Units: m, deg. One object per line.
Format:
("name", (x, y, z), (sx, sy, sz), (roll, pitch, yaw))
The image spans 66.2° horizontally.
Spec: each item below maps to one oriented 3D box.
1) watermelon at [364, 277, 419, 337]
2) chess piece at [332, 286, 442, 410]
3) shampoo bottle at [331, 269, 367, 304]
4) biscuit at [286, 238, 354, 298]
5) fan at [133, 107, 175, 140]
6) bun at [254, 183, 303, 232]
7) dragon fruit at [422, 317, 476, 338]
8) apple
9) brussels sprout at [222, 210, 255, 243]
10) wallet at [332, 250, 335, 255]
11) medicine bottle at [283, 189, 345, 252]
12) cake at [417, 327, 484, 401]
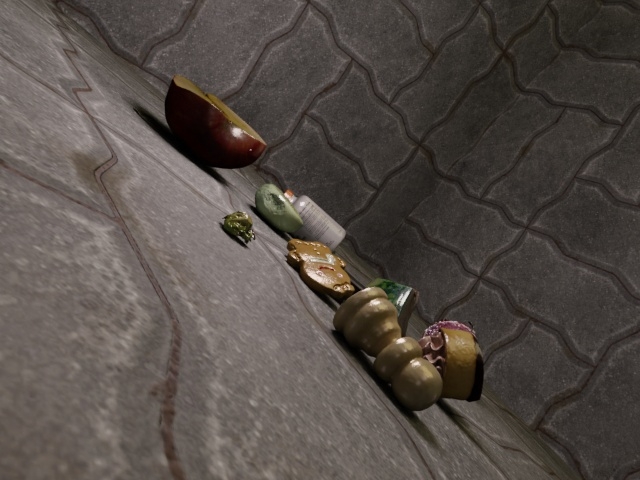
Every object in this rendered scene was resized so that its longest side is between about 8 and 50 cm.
("watermelon", (0.261, 0.253, 1.849), (0.231, 0.193, 0.310), (21, -3, -17))
("chess piece", (0.150, 0.231, 1.020), (0.261, 0.143, 0.142), (50, 8, 33))
("shampoo bottle", (0.103, 0.168, 1.468), (0.246, 0.080, 0.079), (40, 5, -19))
("biscuit", (-0.001, 0.071, 1.358), (0.184, 0.035, 0.249), (10, 29, -27))
("fan", (-0.525, -0.369, 1.624), (0.132, 0.009, 0.220), (46, 6, 16))
("bun", (-0.153, -0.106, 1.724), (0.221, 0.108, 0.221), (50, 2, -2))
("dragon fruit", (0.524, 0.447, 2.001), (0.224, 0.218, 0.148), (-69, 156, -45))
("apple", (-0.367, -0.411, 1.665), (0.365, 0.295, 0.329), (47, -27, 38))
("brussels sprout", (-0.178, -0.030, 1.105), (0.085, 0.058, 0.085), (59, 4, -7))
("wallet", (-0.001, 0.000, 2.348), (0.141, 0.059, 0.202), (48, 4, -16))
("medicine bottle", (-0.052, -0.069, 1.921), (0.288, 0.157, 0.157), (41, 4, -6))
("cake", (0.324, 0.335, 1.323), (0.178, 0.185, 0.208), (1, 38, -5))
